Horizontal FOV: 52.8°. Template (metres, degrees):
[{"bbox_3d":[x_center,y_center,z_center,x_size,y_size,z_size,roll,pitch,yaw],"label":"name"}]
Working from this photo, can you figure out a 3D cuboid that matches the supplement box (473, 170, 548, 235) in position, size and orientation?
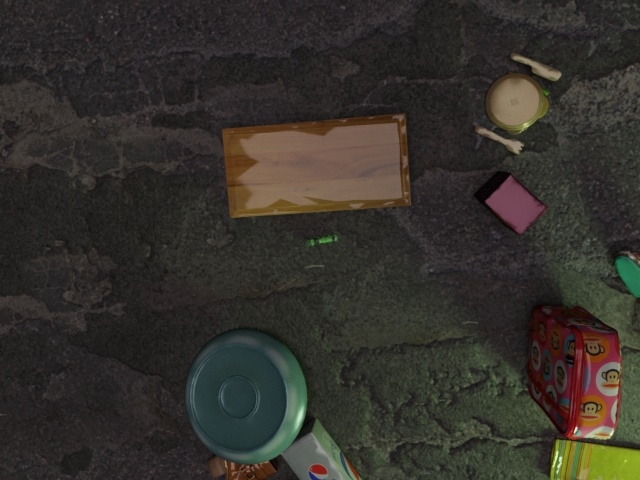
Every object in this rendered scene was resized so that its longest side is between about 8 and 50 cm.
[{"bbox_3d":[0.397,-0.082,1.362,0.104,0.188,0.081,44,100,0],"label":"supplement box"}]

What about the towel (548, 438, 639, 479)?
[{"bbox_3d":[0.655,0.522,1.491,0.237,0.021,0.102,6,98,6],"label":"towel"}]

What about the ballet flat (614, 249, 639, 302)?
[{"bbox_3d":[0.732,0.108,1.412,0.077,0.091,0.241,-38,96,-21],"label":"ballet flat"}]

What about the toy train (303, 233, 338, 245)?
[{"bbox_3d":[0.000,0.000,1.501,0.083,0.024,0.017,-10,96,8],"label":"toy train"}]

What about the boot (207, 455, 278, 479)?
[{"bbox_3d":[-0.171,0.589,1.572,0.152,0.073,0.197,-24,96,5],"label":"boot"}]

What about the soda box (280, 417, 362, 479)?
[{"bbox_3d":[0.030,0.574,1.534,0.098,0.091,0.286,-36,91,11],"label":"soda box"}]

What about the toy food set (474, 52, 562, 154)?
[{"bbox_3d":[0.429,-0.301,1.413,0.132,0.038,0.192,28,105,10],"label":"toy food set"}]

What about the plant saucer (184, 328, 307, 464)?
[{"bbox_3d":[-0.187,0.368,1.516,0.317,0.043,0.318,-2,84,16],"label":"plant saucer"}]

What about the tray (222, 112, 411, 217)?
[{"bbox_3d":[-0.008,-0.167,1.458,0.410,0.076,0.203,-4,97,6],"label":"tray"}]

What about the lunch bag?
[{"bbox_3d":[0.520,0.281,1.342,0.120,0.293,0.259,1,97,2],"label":"lunch bag"}]
